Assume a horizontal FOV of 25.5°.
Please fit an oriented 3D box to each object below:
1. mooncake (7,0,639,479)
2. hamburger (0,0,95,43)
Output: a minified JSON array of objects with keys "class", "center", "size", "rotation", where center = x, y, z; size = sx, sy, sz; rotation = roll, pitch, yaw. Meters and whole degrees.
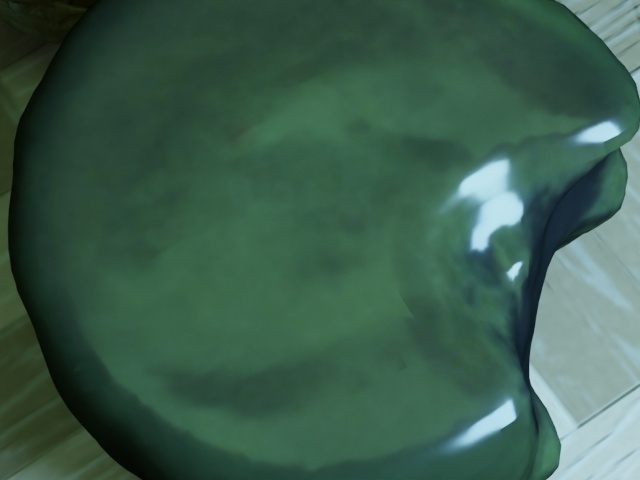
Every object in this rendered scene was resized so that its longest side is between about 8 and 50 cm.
[{"class":"mooncake","center":[0.000,0.000,0.780],"size":[0.351,0.187,0.351],"rotation":[-1,69,3]},{"class":"hamburger","center":[-0.129,-0.235,0.901],"size":[0.309,0.132,0.211],"rotation":[-22,101,-5]}]
